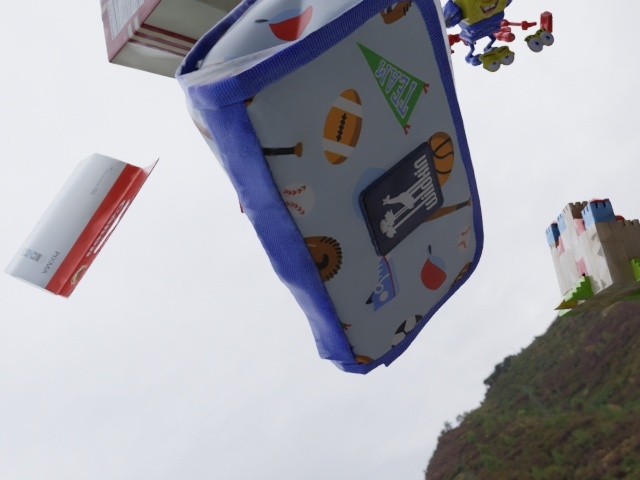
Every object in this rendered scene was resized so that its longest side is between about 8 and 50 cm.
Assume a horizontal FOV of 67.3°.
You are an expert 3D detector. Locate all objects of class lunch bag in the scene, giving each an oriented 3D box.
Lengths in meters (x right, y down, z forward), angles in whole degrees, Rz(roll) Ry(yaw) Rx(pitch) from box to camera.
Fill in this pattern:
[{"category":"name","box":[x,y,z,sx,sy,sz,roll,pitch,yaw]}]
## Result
[{"category":"lunch bag","box":[0.037,-0.103,0.516,0.239,0.385,0.327,-5,-52,25]}]

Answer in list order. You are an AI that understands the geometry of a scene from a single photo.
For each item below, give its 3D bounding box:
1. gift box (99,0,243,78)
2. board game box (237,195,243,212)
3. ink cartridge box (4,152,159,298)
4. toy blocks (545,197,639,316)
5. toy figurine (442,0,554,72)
[{"category":"gift box","box":[-0.212,-0.433,0.855,0.276,0.255,0.258,-13,-7,42]},{"category":"board game box","box":[-0.042,-0.147,1.354,0.317,0.242,0.064,-4,-74,14]},{"category":"ink cartridge box","box":[-0.499,-0.044,0.981,0.091,0.385,0.308,37,-112,-30]},{"category":"toy blocks","box":[0.675,0.018,1.196,0.191,0.260,0.381,-6,-21,5]},{"category":"toy figurine","box":[0.252,-0.435,0.892,0.363,0.191,0.217,-25,-50,-8]}]
